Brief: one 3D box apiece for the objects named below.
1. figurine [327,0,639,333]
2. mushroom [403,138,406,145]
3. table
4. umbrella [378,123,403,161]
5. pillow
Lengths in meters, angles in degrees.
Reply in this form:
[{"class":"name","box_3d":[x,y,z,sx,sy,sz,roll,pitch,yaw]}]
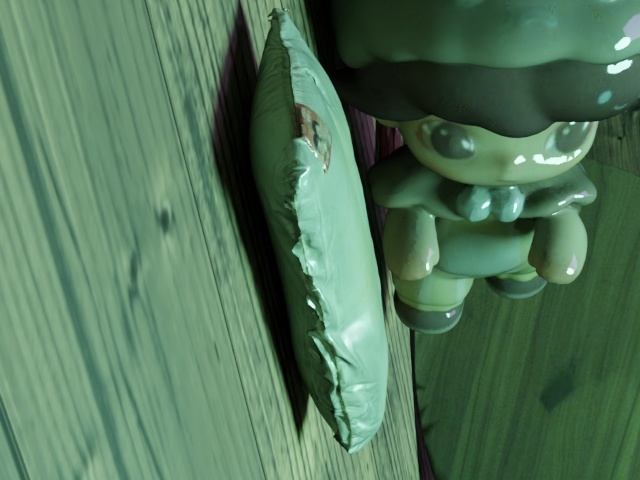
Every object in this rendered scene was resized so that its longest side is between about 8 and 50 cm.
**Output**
[{"class":"figurine","box_3d":[0.114,-0.098,1.227,0.203,0.248,0.380,-91,-178,-45]},{"class":"mushroom","box_3d":[0.097,-0.093,1.497,0.083,0.067,0.083,-6,90,-87]},{"class":"table","box_3d":[0.228,0.099,1.577,0.249,0.317,0.317,79,8,-83]},{"class":"umbrella","box_3d":[0.053,-0.092,1.384,0.027,0.025,0.165,109,-12,-55]},{"class":"pillow","box_3d":[0.000,0.000,0.981,0.229,0.051,0.128,76,6,-46]}]
